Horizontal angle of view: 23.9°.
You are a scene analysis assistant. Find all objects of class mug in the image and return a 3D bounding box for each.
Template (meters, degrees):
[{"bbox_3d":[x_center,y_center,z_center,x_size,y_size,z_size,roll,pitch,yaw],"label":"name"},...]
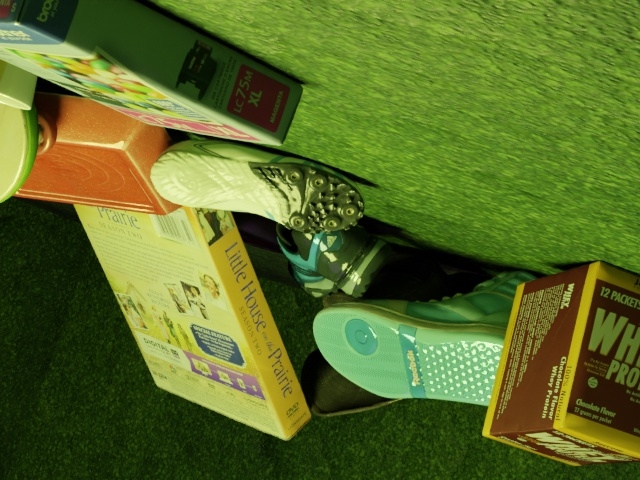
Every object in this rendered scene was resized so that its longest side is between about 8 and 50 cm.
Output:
[{"bbox_3d":[-0.291,-0.163,1.389,0.062,0.064,0.078,16,174,32],"label":"mug"}]

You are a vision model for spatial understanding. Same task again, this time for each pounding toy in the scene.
[{"bbox_3d":[-0.364,-0.134,1.577,0.237,0.183,0.110,0,-163,31],"label":"pounding toy"}]

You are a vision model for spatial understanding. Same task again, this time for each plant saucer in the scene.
[{"bbox_3d":[-0.288,-0.095,1.719,0.259,0.047,0.258,7,162,10],"label":"plant saucer"},{"bbox_3d":[-0.150,-0.037,2.366,0.311,0.050,0.310,19,176,1],"label":"plant saucer"}]

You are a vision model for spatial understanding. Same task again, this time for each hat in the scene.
[{"bbox_3d":[0.091,0.103,2.101,0.331,0.331,0.134,11,137,58],"label":"hat"}]

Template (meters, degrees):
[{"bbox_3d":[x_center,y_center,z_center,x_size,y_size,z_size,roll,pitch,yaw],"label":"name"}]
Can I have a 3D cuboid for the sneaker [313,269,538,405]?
[{"bbox_3d":[0.166,0.111,1.948,0.319,0.127,0.208,11,-149,29],"label":"sneaker"}]

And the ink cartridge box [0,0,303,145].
[{"bbox_3d":[-0.185,-0.154,1.146,0.186,0.065,0.311,13,171,46],"label":"ink cartridge box"}]

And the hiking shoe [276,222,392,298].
[{"bbox_3d":[0.000,0.000,2.031,0.132,0.113,0.304,39,168,-10],"label":"hiking shoe"}]

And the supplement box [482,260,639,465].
[{"bbox_3d":[0.300,0.144,1.702,0.129,0.191,0.194,20,164,-16],"label":"supplement box"}]

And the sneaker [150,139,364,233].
[{"bbox_3d":[-0.064,-0.066,1.639,0.237,0.085,0.086,11,-153,10],"label":"sneaker"}]

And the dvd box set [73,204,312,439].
[{"bbox_3d":[-0.192,0.066,2.103,0.308,0.062,0.420,14,134,45],"label":"dvd box set"}]
